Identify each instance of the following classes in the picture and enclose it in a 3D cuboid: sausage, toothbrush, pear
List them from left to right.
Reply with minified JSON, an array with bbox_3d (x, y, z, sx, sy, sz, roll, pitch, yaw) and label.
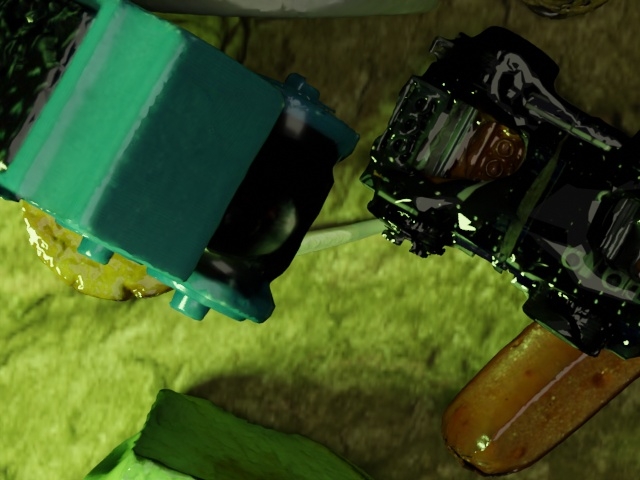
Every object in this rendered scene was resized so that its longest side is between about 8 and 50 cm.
[{"bbox_3d":[-0.087,0.297,1.270,0.286,0.176,0.282,21,101,-5],"label":"pear"},{"bbox_3d":[0.000,0.000,1.283,0.307,0.029,0.025,-12,107,-3],"label":"toothbrush"},{"bbox_3d":[0.242,0.081,1.292,0.330,0.102,0.102,-41,103,3],"label":"sausage"}]

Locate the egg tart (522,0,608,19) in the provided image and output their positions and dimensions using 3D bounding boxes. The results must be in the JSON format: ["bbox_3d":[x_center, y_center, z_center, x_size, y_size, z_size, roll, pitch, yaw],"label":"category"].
[{"bbox_3d":[0.205,-0.248,1.239,0.130,0.052,0.130,-1,99,-5],"label":"egg tart"}]

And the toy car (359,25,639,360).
[{"bbox_3d":[0.184,-0.029,1.210,0.301,0.118,0.193,33,89,9],"label":"toy car"}]

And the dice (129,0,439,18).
[{"bbox_3d":[-0.022,-0.293,1.102,0.243,0.259,0.251,2,103,-4],"label":"dice"}]

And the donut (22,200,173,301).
[{"bbox_3d":[-0.153,-0.034,1.241,0.178,0.065,0.162,-19,92,0],"label":"donut"}]

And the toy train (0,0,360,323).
[{"bbox_3d":[-0.145,-0.078,1.059,0.265,0.300,0.188,29,88,-40],"label":"toy train"}]
